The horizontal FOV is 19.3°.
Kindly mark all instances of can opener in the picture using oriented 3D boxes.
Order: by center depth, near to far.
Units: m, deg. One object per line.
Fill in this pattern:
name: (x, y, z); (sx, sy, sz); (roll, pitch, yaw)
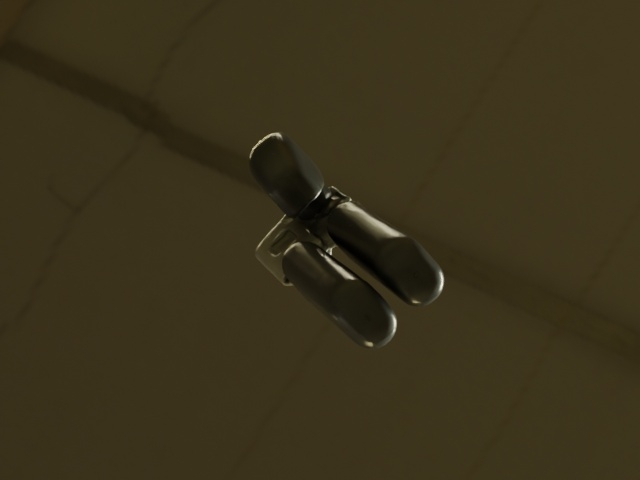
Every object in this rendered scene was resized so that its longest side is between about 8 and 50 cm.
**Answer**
can opener: (0.000, 0.000, 1.186); (0.074, 0.093, 0.280); (-44, -161, -2)
